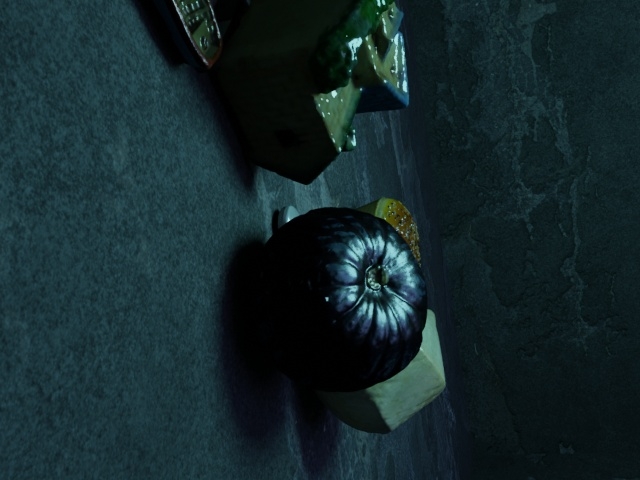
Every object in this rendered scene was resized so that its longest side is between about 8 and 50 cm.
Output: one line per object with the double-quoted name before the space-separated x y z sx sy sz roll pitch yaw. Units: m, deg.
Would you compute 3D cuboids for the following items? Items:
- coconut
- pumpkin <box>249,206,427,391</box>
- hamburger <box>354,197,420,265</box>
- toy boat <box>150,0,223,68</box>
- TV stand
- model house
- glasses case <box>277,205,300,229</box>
"coconut" 0.143 0.268 1.708 0.329 0.329 0.328 -6 90 -72
"pumpkin" 0.035 0.113 1.456 0.363 0.266 0.363 17 62 -35
"hamburger" 0.195 0.020 2.213 0.300 0.176 0.300 -6 90 -70
"toy boat" -0.246 -0.451 1.169 0.136 0.079 0.392 -74 152 -47
"TV stand" -0.179 -0.398 1.407 0.256 0.049 0.040 -78 156 -44
"model house" 0.009 -0.326 1.531 0.382 0.335 0.342 -67 145 -41
"glasses case" -0.049 0.009 1.665 0.076 0.049 0.197 -78 155 -45
